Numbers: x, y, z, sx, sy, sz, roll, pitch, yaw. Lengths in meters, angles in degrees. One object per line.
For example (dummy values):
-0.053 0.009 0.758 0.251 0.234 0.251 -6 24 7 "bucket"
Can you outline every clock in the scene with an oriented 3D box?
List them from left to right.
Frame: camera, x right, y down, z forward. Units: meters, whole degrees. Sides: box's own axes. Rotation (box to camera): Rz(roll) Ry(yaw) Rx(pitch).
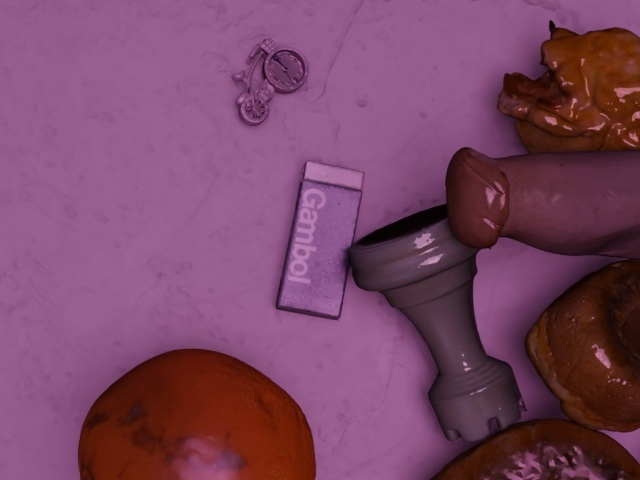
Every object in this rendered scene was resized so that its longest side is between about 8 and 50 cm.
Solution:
-0.077 -0.224 1.625 0.087 0.041 0.129 39 78 -6 "clock"

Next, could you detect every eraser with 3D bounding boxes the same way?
0.000 0.000 1.613 0.092 0.046 0.212 10 85 -5 "eraser"

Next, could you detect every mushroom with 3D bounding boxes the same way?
0.348 -0.048 1.491 0.407 0.154 0.137 1 72 -19 "mushroom"

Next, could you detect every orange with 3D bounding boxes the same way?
-0.155 0.288 1.451 0.312 0.312 0.312 0 86 -6 "orange"

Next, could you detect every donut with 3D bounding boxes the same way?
0.289 0.419 1.538 0.360 0.170 0.360 1 79 -6 "donut"
0.407 0.140 1.559 0.208 0.128 0.261 51 48 2 "donut"

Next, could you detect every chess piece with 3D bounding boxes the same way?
0.172 0.114 1.564 0.194 0.194 0.299 -22 97 -7 "chess piece"

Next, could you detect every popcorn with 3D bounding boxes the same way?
0.374 -0.187 1.606 0.253 0.190 0.191 8 54 5 "popcorn"
